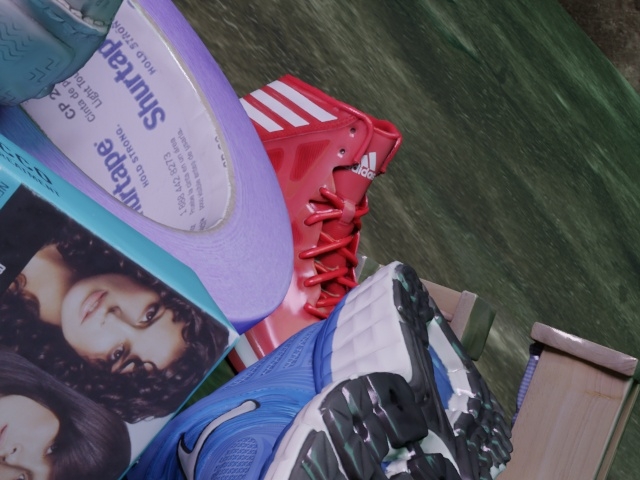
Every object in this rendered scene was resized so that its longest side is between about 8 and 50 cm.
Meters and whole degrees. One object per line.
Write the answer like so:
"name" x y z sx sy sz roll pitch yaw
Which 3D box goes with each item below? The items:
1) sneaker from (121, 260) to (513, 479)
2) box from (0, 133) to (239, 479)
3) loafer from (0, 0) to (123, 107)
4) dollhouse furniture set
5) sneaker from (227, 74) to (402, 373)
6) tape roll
"sneaker" -0.008 0.119 0.584 0.129 0.147 0.330 56 13 -6
"box" -0.150 -0.003 0.494 0.244 0.100 0.060 37 4 -32
"loafer" -0.117 -0.184 0.622 0.112 0.111 0.319 37 26 -41
"dollhouse furniture set" 0.097 0.106 0.950 0.184 0.129 0.129 20 -3 19
"sneaker" 0.000 0.000 0.835 0.087 0.128 0.221 14 44 -62
"tape roll" -0.132 -0.057 0.682 0.275 0.090 0.275 46 20 -22
